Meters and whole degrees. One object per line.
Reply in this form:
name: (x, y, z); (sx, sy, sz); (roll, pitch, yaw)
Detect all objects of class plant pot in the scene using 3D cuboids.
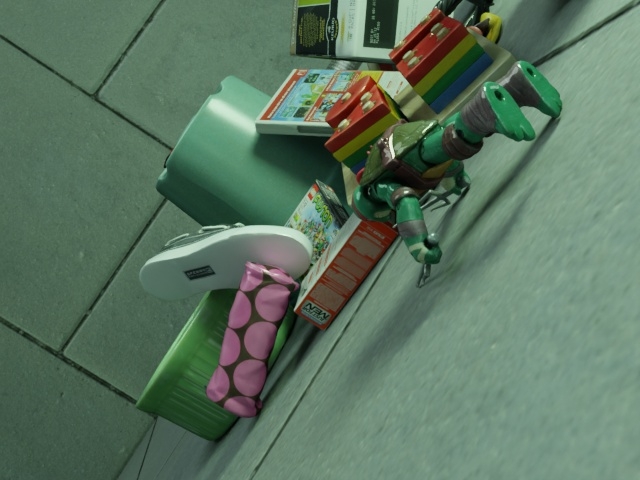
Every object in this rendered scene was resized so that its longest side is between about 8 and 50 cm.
plant pot: (-0.095, -0.107, 1.417); (0.341, 0.334, 0.341); (-55, 7, 10)

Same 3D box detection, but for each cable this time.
cable: (0.227, -0.375, 1.300); (0.184, 0.047, 0.151); (-35, -30, -28)

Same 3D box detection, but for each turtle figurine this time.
turtle figurine: (0.098, -0.057, 0.688); (0.234, 0.118, 0.175); (-43, 13, 43)

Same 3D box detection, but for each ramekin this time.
ramekin: (-0.173, 0.193, 1.332); (0.303, 0.148, 0.303); (-56, 6, 9)

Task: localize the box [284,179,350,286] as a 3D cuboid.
box: (0.000, 0.000, 1.169); (0.114, 0.036, 0.207); (-55, 27, 15)

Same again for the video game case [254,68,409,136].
video game case: (0.057, -0.230, 1.283); (0.204, 0.285, 0.025); (-63, -28, -48)

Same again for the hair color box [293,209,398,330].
hair color box: (0.035, 0.026, 1.012); (0.167, 0.053, 0.093); (-53, 8, 21)

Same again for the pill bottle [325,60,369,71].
pill bottle: (0.081, -0.392, 2.135); (0.361, 0.204, 0.204); (-56, 6, 3)

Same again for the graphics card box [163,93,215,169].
graphics card box: (-0.120, -0.153, 1.680); (0.233, 0.370, 0.094); (-58, 6, -28)

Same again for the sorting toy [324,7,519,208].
sorting toy: (0.106, -0.185, 1.001); (0.255, 0.089, 0.257); (-43, 17, 14)

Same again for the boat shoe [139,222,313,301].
boat shoe: (-0.139, 0.018, 1.187); (0.301, 0.108, 0.102); (-15, 31, 30)

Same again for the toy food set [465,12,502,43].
toy food set: (0.210, -0.289, 1.183); (0.128, 0.071, 0.218); (-52, 7, 35)

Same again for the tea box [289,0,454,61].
tea box: (0.101, -0.525, 1.548); (0.323, 0.219, 0.329); (-151, 62, -61)

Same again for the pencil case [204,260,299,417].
pencil case: (-0.094, 0.134, 1.078); (0.098, 0.095, 0.210); (6, -75, -67)

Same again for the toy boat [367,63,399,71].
toy boat: (0.208, -0.441, 1.846); (0.151, 0.151, 0.231); (-20, 24, 24)
